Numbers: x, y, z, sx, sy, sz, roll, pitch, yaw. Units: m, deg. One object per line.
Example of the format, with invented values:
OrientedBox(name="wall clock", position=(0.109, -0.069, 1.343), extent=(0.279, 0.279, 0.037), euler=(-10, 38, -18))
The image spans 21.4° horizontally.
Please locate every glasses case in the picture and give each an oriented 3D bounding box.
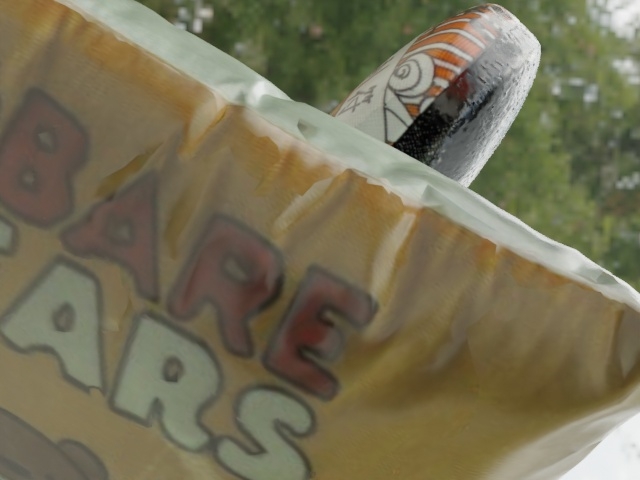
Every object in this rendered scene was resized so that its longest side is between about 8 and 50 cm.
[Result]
OrientedBox(name="glasses case", position=(0.000, 0.000, 0.753), extent=(0.267, 0.067, 0.103), euler=(-49, 177, 30))

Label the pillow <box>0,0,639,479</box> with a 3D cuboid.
OrientedBox(name="pillow", position=(-0.067, 0.038, 0.548), extent=(0.119, 0.310, 0.312), euler=(-50, 167, -38))
